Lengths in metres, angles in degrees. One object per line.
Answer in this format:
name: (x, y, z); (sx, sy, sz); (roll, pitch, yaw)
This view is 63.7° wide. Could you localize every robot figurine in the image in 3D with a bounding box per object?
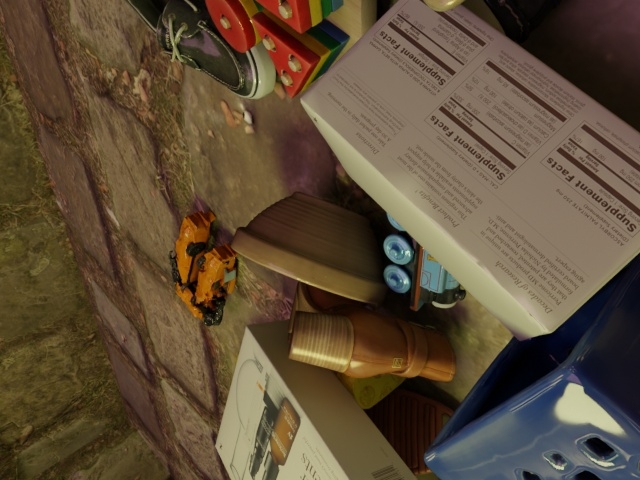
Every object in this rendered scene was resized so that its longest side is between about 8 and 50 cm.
robot figurine: (-0.272, 0.076, 1.209); (0.211, 0.085, 0.291); (48, 142, 19)

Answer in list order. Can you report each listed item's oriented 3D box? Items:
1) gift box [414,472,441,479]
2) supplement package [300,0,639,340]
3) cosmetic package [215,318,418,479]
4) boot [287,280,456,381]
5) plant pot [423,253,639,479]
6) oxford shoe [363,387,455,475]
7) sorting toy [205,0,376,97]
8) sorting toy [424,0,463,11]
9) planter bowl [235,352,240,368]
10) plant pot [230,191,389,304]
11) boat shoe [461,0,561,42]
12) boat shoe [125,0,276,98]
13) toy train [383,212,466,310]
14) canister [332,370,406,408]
gift box: (0.156, 0.575, 0.873); (0.258, 0.255, 0.276); (46, 137, 24)
supplement package: (0.142, -0.055, 0.466); (0.262, 0.145, 0.204); (48, -177, 20)
cosmetic package: (-0.028, 0.347, 0.782); (0.377, 0.098, 0.284); (44, 128, 45)
boot: (0.067, 0.125, 0.770); (0.283, 0.220, 0.108); (-133, 54, -84)
plant pot: (0.276, 0.166, 0.461); (0.212, 0.236, 0.236); (44, 141, 14)
oxford shoe: (0.100, 0.341, 0.916); (0.397, 0.147, 0.140); (-15, 57, 44)
sorting toy: (-0.055, -0.291, 0.600); (0.257, 0.089, 0.255); (44, 165, 23)
sorting toy: (0.099, -0.345, 0.378); (0.307, 0.229, 0.041); (57, -178, 6)
planter bowl: (-0.088, 0.318, 1.137); (0.217, 0.090, 0.217); (30, 134, 36)
plant pot: (0.000, 0.000, 0.747); (0.237, 0.237, 0.109); (24, 93, 41)
boat shoe: (0.100, -0.324, 0.451); (0.113, 0.127, 0.340); (-34, 82, 15)
boat shoe: (-0.207, -0.327, 0.819); (0.335, 0.119, 0.121); (45, 142, 23)
toy train: (0.140, 0.010, 0.652); (0.105, 0.080, 0.184); (24, 130, 34)
canister: (0.045, 0.201, 0.861); (0.170, 0.126, 0.073); (8, 119, 52)
